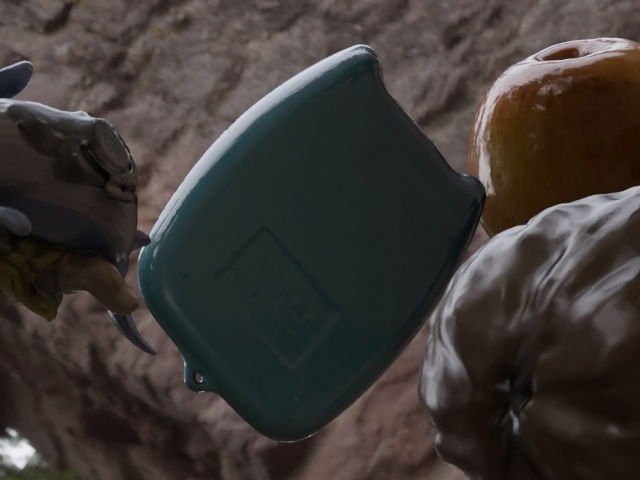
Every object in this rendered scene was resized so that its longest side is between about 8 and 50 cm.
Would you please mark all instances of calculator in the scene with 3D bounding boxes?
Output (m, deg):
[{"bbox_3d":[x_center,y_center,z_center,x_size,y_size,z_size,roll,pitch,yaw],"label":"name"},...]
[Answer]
[{"bbox_3d":[0.000,0.000,1.363,0.256,0.054,0.386,50,-123,-12],"label":"calculator"}]

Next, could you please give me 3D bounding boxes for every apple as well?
[{"bbox_3d":[0.311,-0.105,1.792,0.299,0.299,0.275,-34,-57,-34],"label":"apple"}]

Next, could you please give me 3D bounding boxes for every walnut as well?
[{"bbox_3d":[0.192,0.085,0.890,0.273,0.273,0.227,6,-105,-51],"label":"walnut"}]

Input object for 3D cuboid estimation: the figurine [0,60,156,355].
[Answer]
[{"bbox_3d":[-0.178,-0.006,0.857,0.184,0.128,0.208,-36,-50,26],"label":"figurine"}]
